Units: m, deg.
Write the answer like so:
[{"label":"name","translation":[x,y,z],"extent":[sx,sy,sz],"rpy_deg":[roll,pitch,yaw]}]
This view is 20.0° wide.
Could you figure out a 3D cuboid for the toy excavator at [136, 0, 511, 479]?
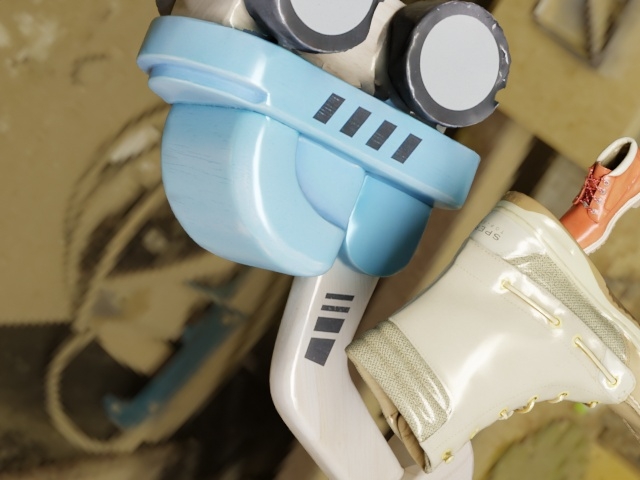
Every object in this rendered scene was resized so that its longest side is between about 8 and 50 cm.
[{"label":"toy excavator","translation":[0.000,0.000,1.563],"extent":[0.433,0.222,0.445],"rpy_deg":[26,84,-32]}]

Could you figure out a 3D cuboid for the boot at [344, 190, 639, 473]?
[{"label":"boot","translation":[0.161,0.120,1.425],"extent":[0.203,0.095,0.262],"rpy_deg":[-42,108,-11]}]

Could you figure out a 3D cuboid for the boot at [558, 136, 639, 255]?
[{"label":"boot","translation":[0.305,-0.048,2.028],"extent":[0.158,0.059,0.084],"rpy_deg":[-45,141,-7]}]
